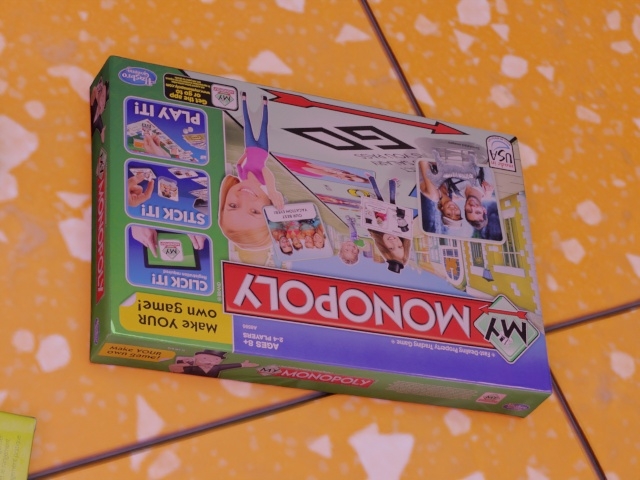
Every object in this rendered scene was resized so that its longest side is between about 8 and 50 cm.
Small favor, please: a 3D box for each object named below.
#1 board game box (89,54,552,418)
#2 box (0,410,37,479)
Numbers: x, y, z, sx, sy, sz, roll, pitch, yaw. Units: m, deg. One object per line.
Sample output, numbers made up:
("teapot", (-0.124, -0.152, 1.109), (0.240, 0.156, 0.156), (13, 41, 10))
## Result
("board game box", (0.000, 0.000, 1.223), (0.317, 0.046, 0.213), (9, 57, -22))
("box", (-0.257, 0.135, 1.011), (0.178, 0.042, 0.109), (15, 55, -18))
